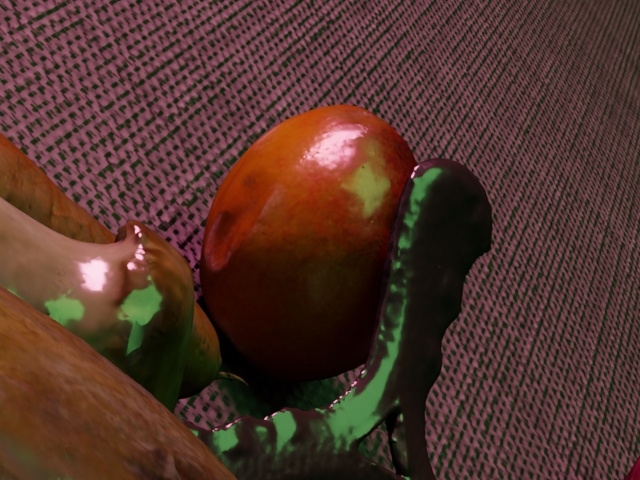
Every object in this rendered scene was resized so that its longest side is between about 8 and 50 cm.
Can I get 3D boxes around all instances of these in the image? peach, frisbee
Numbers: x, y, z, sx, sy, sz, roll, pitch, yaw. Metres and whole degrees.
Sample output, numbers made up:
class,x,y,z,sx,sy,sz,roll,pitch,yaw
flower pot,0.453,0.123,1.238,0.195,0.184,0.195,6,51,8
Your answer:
class,x,y,z,sx,sy,sz,roll,pitch,yaw
peach,0.001,0.000,0.737,0.101,0.101,0.100,41,23,-22
frisbee,0.012,0.079,0.667,0.187,0.012,0.211,-7,87,-42

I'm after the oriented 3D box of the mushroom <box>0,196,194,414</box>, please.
class,x,y,z,sx,sy,sz,roll,pitch,yaw
mushroom,-0.169,-0.017,0.435,0.333,0.087,0.107,32,63,-28

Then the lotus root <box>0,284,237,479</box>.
class,x,y,z,sx,sy,sz,roll,pitch,yaw
lotus root,-0.069,0.096,0.376,0.278,0.154,0.154,42,23,-27

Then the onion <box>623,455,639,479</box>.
class,x,y,z,sx,sy,sz,roll,pitch,yaw
onion,0.246,0.154,0.870,0.207,0.200,0.201,52,21,19

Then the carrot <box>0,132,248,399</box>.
class,x,y,z,sx,sy,sz,roll,pitch,yaw
carrot,-0.109,-0.008,0.585,0.298,0.078,0.078,36,25,-42
